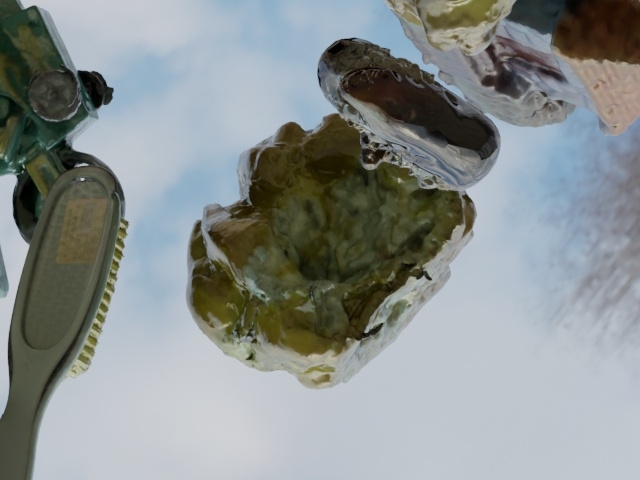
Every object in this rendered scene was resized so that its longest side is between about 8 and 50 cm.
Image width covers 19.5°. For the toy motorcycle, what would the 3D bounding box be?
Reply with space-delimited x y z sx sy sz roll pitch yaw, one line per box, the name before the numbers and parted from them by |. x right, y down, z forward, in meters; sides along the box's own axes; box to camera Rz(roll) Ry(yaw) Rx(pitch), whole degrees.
toy motorcycle | -0.266 -0.105 1.377 0.198 0.109 0.296 -27 -90 3

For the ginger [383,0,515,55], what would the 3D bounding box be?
ginger | 0.111 -0.241 1.141 0.109 0.263 0.116 27 -151 1

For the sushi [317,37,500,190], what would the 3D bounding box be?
sushi | 0.035 -0.043 0.714 0.083 0.044 0.046 31 -177 -40

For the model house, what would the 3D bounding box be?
model house | 0.302 -0.222 1.654 0.339 0.360 0.297 26 -102 34

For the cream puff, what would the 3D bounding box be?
cream puff | 0.000 0.003 1.359 0.195 0.194 0.221 45 -115 12

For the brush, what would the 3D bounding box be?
brush | -0.186 0.092 1.287 0.068 0.060 0.297 4 -113 26
